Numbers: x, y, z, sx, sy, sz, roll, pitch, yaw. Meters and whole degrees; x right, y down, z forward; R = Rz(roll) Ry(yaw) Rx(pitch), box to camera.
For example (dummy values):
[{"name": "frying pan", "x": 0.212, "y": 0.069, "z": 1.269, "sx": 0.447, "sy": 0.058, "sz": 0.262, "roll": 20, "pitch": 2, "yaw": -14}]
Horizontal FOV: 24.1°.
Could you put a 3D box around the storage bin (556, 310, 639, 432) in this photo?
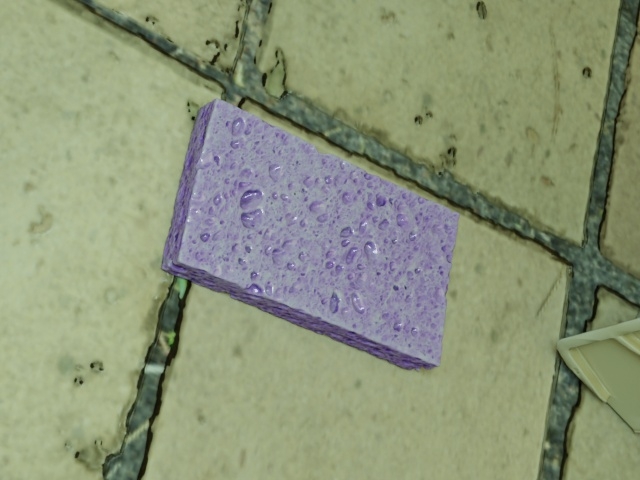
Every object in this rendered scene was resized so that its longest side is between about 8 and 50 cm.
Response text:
[{"name": "storage bin", "x": 0.333, "y": -0.001, "z": 1.086, "sx": 0.123, "sy": 0.260, "sz": 0.262, "roll": 45, "pitch": 57, "yaw": -15}]

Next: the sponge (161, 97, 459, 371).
[{"name": "sponge", "x": 0.000, "y": 0.000, "z": 0.999, "sx": 0.210, "sy": 0.031, "sz": 0.117, "roll": 23, "pitch": 65, "yaw": -27}]
